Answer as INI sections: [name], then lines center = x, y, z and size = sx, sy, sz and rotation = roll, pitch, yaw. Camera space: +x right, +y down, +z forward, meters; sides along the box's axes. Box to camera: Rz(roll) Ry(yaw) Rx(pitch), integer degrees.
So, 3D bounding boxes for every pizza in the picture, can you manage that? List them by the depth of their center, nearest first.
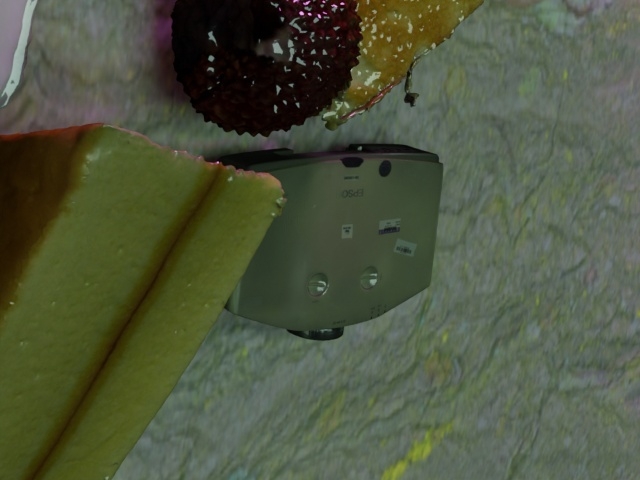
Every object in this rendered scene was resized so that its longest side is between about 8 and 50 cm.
[pizza]
center = 0.053, -0.251, 1.490
size = 0.280, 0.075, 0.288
rotation = 33, 83, -38

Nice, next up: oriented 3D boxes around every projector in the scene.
[projector]
center = 0.000, 0.000, 1.504
size = 0.269, 0.088, 0.193
rotation = -6, 108, -39

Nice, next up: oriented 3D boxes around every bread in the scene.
[bread]
center = -0.200, 0.105, 1.218
size = 0.233, 0.245, 0.362
rotation = 15, 79, -50

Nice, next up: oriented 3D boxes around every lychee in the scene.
[lychee]
center = -0.046, -0.188, 1.355
size = 0.188, 0.188, 0.188
rotation = -14, 112, -38

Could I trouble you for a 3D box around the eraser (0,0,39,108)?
[eraser]
center = -0.329, -0.235, 1.111
size = 0.331, 0.150, 0.331
rotation = -11, 107, -39
